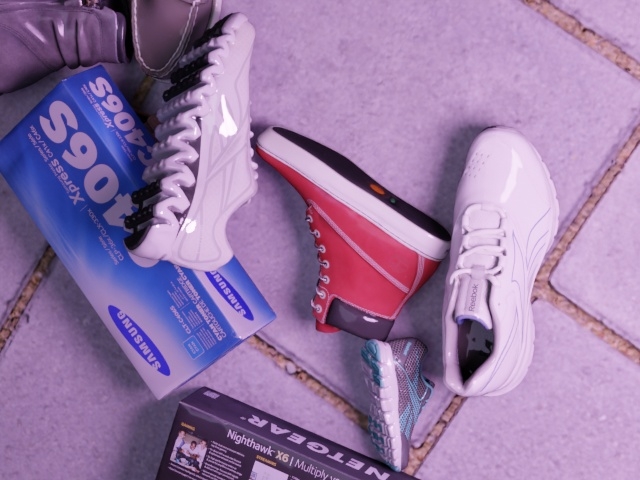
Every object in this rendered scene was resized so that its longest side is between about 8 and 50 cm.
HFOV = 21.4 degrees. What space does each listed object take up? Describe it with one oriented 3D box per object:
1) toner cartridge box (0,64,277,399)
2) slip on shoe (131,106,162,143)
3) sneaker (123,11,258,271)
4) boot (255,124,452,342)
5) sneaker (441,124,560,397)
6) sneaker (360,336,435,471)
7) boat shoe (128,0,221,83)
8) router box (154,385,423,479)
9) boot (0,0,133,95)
[{"bbox_3d":[-0.214,-0.008,1.910,0.165,0.075,0.347,-38,87,40],"label":"toner cartridge box"},{"bbox_3d":[-0.188,-0.124,1.925,0.135,0.051,0.041,20,111,23],"label":"slip on shoe"},{"bbox_3d":[-0.118,-0.104,1.831,0.118,0.110,0.292,23,75,-23],"label":"sneaker"},{"bbox_3d":[0.000,0.000,1.863,0.244,0.088,0.176,37,109,6],"label":"boot"},{"bbox_3d":[0.182,0.028,1.781,0.111,0.129,0.297,4,98,20],"label":"sneaker"},{"bbox_3d":[0.094,0.179,1.869,0.076,0.065,0.166,-15,119,-20],"label":"sneaker"},{"bbox_3d":[-0.162,-0.321,1.862,0.109,0.091,0.305,15,103,16],"label":"boat shoe"},{"bbox_3d":[-0.047,0.338,1.930,0.309,0.081,0.242,23,105,14],"label":"router box"},{"bbox_3d":[-0.348,-0.335,1.906,0.223,0.118,0.338,-17,110,13],"label":"boot"}]
